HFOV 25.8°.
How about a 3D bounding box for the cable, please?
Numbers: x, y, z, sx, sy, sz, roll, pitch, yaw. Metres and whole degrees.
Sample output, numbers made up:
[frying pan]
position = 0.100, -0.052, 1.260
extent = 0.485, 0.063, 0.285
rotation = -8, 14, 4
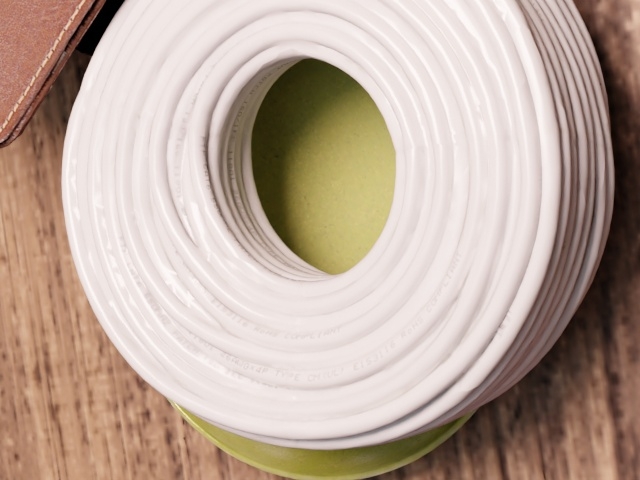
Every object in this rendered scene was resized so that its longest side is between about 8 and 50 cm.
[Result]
[cable]
position = 0.001, -0.034, 0.633
extent = 0.257, 0.089, 0.257
rotation = 8, 97, 29

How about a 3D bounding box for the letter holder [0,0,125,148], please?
[letter holder]
position = -0.199, -0.217, 0.697
extent = 0.302, 0.152, 0.214
rotation = 39, 115, 1

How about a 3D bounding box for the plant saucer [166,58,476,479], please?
[plant saucer]
position = 0.000, 0.000, 0.709
extent = 0.241, 0.037, 0.241
rotation = 2, 94, 28
